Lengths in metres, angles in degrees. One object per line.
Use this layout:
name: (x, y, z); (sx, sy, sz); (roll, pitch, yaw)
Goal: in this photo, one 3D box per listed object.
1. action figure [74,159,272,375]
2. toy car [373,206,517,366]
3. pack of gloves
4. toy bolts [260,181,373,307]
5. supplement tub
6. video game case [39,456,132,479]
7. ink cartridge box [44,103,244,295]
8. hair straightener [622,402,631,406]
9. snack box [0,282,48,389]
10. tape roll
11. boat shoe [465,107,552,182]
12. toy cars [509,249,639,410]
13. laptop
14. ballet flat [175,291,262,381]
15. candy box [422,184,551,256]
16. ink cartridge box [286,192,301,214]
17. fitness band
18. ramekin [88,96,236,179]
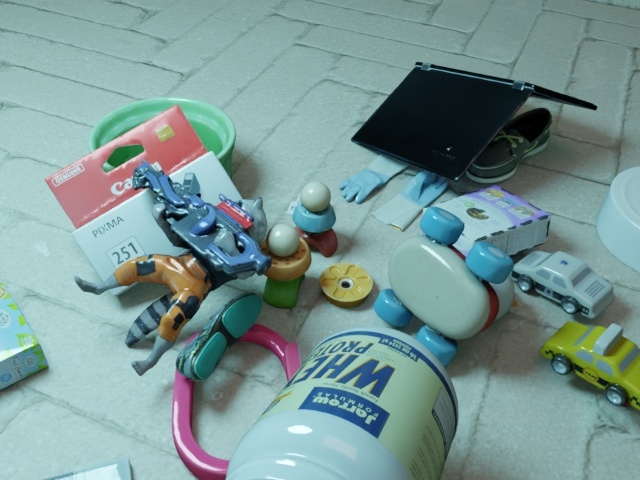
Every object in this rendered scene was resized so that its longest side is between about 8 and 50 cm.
action figure: (-0.240, 0.022, 1.057); (0.330, 0.178, 0.341); (-36, 57, -15)
toy car: (0.259, 0.080, 1.111); (0.238, 0.219, 0.210); (2, 33, -46)
pack of gloves: (0.169, -0.137, 1.409); (0.195, 0.046, 0.232); (30, 49, 25)
toy bolts: (0.000, 0.000, 1.169); (0.219, 0.158, 0.228); (7, 43, 5)
supplement tub: (0.030, 0.273, 0.762); (0.236, 0.235, 0.325); (19, 25, 16)
video game case: (-0.335, 0.401, 0.823); (0.173, 0.022, 0.190); (-11, 46, -15)
ink cartridge box: (-0.324, -0.083, 1.146); (0.296, 0.066, 0.261); (-33, 92, -9)
hair straightener: (0.594, 0.214, 1.051); (0.231, 0.047, 0.089); (-14, 45, -9)
snack box: (-0.586, 0.182, 1.007); (0.207, 0.070, 0.174); (-27, 50, -31)
tape roll: (0.741, -0.037, 1.295); (0.286, 0.100, 0.286); (2, 43, -2)
boat shoe: (0.460, -0.235, 1.495); (0.305, 0.091, 0.109); (-32, 53, -32)
toy cars: (0.460, 0.123, 1.082); (0.177, 0.087, 0.393); (-4, 35, 1)
laptop: (0.368, -0.288, 1.510); (0.408, 0.236, 0.382); (3, 19, -37)
ballet flat: (-0.170, 0.150, 1.006); (0.070, 0.070, 0.188); (23, 44, 20)
candy box: (0.336, -0.031, 1.264); (0.196, 0.070, 0.165); (-18, 34, -21)
ink cartridge box: (-0.029, -0.075, 1.343); (0.083, 0.028, 0.048); (9, 43, 7)
fitness band: (-0.129, 0.247, 0.981); (0.209, 0.054, 0.290); (-5, 43, -4)
ramekin: (-0.334, -0.172, 1.342); (0.304, 0.148, 0.303); (2, 43, -1)
